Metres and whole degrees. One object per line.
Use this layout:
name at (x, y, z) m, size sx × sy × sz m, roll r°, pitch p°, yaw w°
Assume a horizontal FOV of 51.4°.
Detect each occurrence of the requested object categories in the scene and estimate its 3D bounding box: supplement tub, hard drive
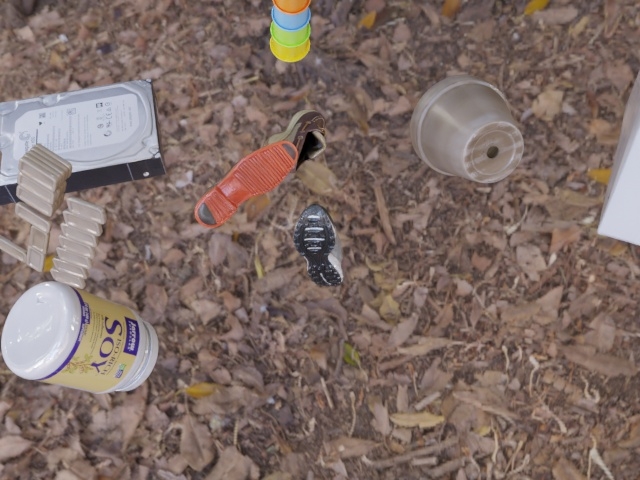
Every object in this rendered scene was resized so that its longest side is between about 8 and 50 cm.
supplement tub at (-0.602, 0.259, 1.702) m, size 0.241 × 0.331 × 0.241 m, roll -11°, pitch 65°, yaw 26°
hard drive at (-0.491, -0.204, 1.330) m, size 0.338 × 0.064 × 0.237 m, roll -11°, pitch 55°, yaw -5°

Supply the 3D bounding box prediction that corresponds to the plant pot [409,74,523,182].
plant pot at (0.470, -0.312, 2.021) m, size 0.323 × 0.323 × 0.280 m, roll -20°, pitch 30°, yaw -3°

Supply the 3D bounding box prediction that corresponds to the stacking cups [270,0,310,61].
stacking cups at (-0.069, -0.498, 1.411) m, size 0.095 × 0.316 × 0.096 m, roll 0°, pitch 76°, yaw -1°

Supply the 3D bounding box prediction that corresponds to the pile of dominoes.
pile of dominoes at (-0.411, -0.035, 0.992) m, size 0.196 × 0.251 × 0.040 m, roll 32°, pitch 49°, yaw -4°

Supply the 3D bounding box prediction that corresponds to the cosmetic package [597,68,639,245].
cosmetic package at (0.405, -0.217, 0.691) m, size 0.097 × 0.377 × 0.284 m, roll 19°, pitch 48°, yaw 19°

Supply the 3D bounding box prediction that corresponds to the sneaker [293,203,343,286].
sneaker at (0.000, 0.000, 1.602) m, size 0.100 × 0.272 × 0.108 m, roll 2°, pitch 54°, yaw 11°

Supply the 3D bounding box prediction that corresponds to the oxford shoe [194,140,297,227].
oxford shoe at (-0.172, -0.141, 1.496) m, size 0.271 × 0.097 × 0.098 m, roll -34°, pitch 23°, yaw 6°

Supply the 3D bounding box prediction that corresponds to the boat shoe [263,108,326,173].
boat shoe at (-0.041, -0.265, 1.822) m, size 0.123 × 0.123 × 0.342 m, roll 16°, pitch 29°, yaw 16°
